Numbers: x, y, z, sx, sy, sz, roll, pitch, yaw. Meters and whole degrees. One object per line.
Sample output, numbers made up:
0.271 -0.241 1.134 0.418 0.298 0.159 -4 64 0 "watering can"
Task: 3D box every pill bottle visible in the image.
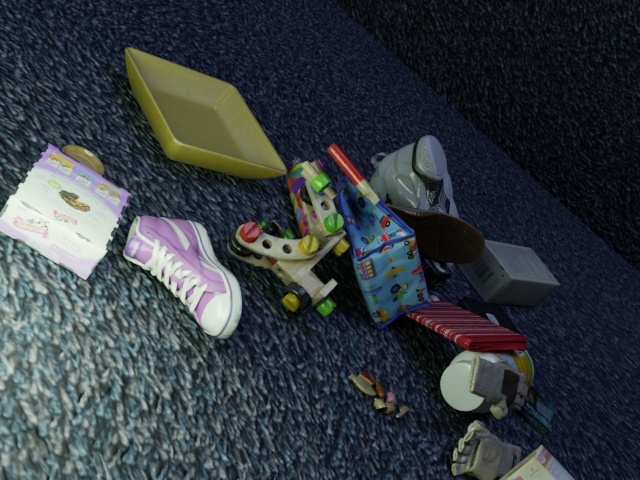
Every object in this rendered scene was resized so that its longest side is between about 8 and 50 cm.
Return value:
0.357 0.295 1.816 0.136 0.136 0.246 51 27 21 "pill bottle"

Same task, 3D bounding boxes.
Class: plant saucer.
-0.435 -0.141 1.534 0.083 0.015 0.083 33 26 -19 "plant saucer"
-0.272 -0.264 1.895 0.333 0.081 0.332 12 37 -47 "plant saucer"

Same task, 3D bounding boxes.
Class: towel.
0.298 0.186 1.862 0.199 0.031 0.275 5 12 -37 "towel"

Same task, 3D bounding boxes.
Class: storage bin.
0.399 0.219 2.065 0.180 0.084 0.122 18 34 -43 "storage bin"

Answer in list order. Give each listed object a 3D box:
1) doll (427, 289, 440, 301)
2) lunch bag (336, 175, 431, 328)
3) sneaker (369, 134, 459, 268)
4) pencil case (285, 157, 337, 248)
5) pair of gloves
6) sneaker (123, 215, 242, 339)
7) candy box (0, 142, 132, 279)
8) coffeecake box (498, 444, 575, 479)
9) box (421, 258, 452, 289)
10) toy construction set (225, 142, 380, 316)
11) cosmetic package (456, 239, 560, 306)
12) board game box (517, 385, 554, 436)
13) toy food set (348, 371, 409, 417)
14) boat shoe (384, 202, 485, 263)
0.209 0.116 2.005 0.189 0.046 0.129 33 36 -22 "doll"
0.106 0.009 1.855 0.293 0.138 0.221 -122 -170 -49 "lunch bag"
0.256 -0.092 2.318 0.137 0.210 0.365 -11 90 -59 "sneaker"
-0.017 -0.089 1.946 0.104 0.104 0.236 24 32 -33 "pencil case"
0.336 0.352 1.660 0.204 0.042 0.240 17 78 -45 "pair of gloves"
-0.245 0.057 1.402 0.161 0.102 0.282 14 26 -39 "sneaker"
-0.410 -0.050 1.358 0.165 0.070 0.196 34 25 -17 "candy box"
0.421 0.501 1.564 0.185 0.142 0.068 47 26 13 "coffeecake box"
0.281 0.087 2.135 0.083 0.062 0.052 6 41 -51 "box"
0.000 0.000 1.625 0.237 0.309 0.257 50 34 6 "toy construction set"
0.547 0.097 2.443 0.309 0.113 0.160 10 39 -49 "cosmetic package"
0.476 0.369 1.999 0.186 0.026 0.126 43 25 2 "board game box"
0.110 0.295 1.607 0.122 0.019 0.078 41 23 17 "toy food set"
0.253 -0.031 2.170 0.342 0.123 0.123 12 12 -6 "boat shoe"
